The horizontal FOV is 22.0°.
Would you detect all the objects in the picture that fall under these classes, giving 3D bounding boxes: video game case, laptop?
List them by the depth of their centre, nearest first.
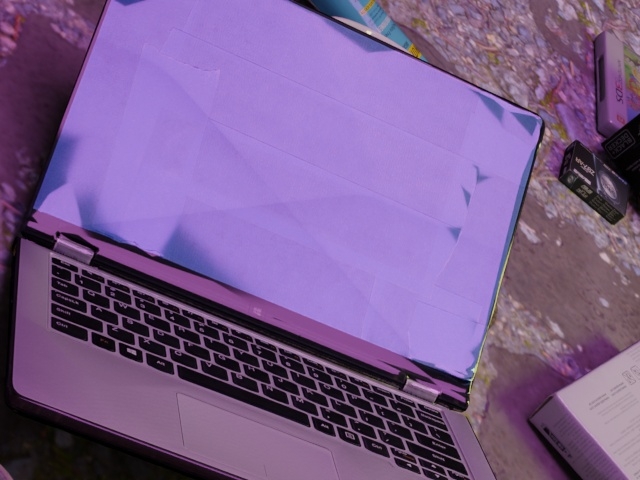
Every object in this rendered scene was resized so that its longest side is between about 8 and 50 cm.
[{"bbox_3d":[0.000,0.000,1.174,0.382,0.236,0.408,23,17,-17],"label":"laptop"},{"bbox_3d":[0.419,-0.141,1.992,0.212,0.023,0.193,33,37,-19],"label":"video game case"}]

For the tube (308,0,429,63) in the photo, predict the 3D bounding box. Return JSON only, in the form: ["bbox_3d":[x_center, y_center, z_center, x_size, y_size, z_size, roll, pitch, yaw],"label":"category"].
[{"bbox_3d":[0.052,-0.211,1.667,0.207,0.052,0.080,46,41,-10],"label":"tube"}]

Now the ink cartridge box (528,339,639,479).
[{"bbox_3d":[0.325,0.205,1.516,0.224,0.045,0.223,48,34,16],"label":"ink cartridge box"}]

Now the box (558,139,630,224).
[{"bbox_3d":[0.300,-0.064,1.797,0.083,0.018,0.067,39,35,-10],"label":"box"}]

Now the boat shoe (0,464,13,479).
[{"bbox_3d":[-0.183,0.268,0.895,0.116,0.123,0.324,-9,56,-42],"label":"boat shoe"}]

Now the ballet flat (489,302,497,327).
[{"bbox_3d":[0.059,0.000,1.450,0.250,0.058,0.084,38,35,-11],"label":"ballet flat"}]

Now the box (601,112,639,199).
[{"bbox_3d":[0.464,-0.034,1.852,0.169,0.087,0.290,-23,77,-48],"label":"box"}]

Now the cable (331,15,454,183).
[{"bbox_3d":[0.069,-0.090,1.462,0.257,0.089,0.257,33,22,-9],"label":"cable"}]
